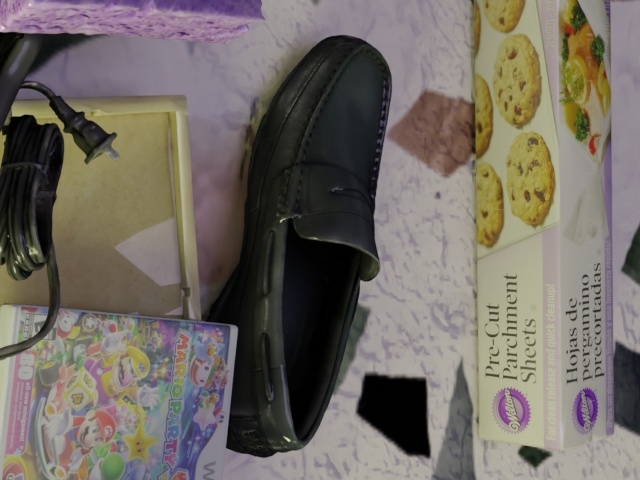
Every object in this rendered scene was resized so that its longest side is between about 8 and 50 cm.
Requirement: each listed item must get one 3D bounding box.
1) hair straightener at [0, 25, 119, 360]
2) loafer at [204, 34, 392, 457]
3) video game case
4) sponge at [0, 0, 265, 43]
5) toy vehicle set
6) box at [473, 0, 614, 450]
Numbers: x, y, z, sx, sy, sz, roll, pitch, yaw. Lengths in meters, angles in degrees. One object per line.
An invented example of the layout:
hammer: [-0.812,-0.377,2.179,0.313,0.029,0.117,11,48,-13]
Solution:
hair straightener: [-0.110,-0.048,0.477,0.089,0.047,0.230,24,49,-30]
loafer: [0.000,0.000,0.635,0.076,0.078,0.223,33,68,-43]
video game case: [-0.086,0.075,0.542,0.122,0.011,0.087,10,84,-47]
sponge: [-0.101,-0.179,0.507,0.117,0.031,0.210,-9,77,-47]
toy vehicle set: [-0.122,0.073,0.540,0.166,0.035,0.267,-8,97,-46]
box: [0.139,-0.036,0.791,0.063,0.067,0.324,-4,95,-46]
